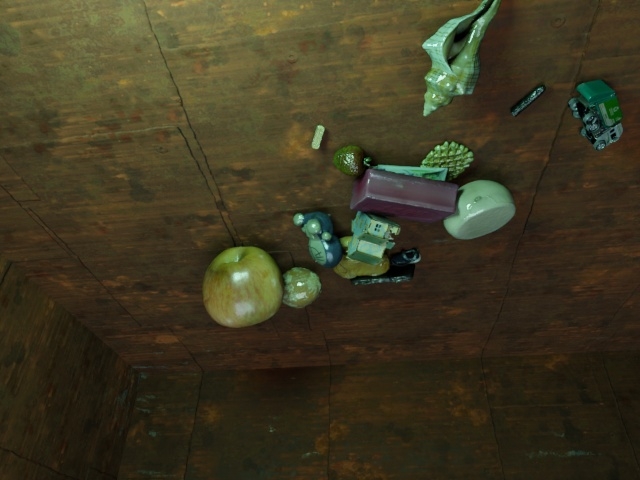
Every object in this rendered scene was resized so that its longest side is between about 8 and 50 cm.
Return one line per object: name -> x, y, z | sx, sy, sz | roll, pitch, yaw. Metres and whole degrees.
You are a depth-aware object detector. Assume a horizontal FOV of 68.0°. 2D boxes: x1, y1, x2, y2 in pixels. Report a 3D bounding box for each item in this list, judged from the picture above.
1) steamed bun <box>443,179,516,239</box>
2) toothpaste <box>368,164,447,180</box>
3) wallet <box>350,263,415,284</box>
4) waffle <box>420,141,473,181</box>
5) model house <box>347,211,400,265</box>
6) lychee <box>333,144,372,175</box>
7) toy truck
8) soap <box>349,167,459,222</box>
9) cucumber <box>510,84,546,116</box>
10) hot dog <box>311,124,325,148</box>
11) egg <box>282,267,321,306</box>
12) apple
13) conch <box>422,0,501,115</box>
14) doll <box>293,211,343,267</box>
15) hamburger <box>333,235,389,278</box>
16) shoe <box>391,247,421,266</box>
steamed bun -> 0.619, -0.135, 1.893 | 0.282, 0.177, 0.283 | -13, 152, -7
toothpaste -> 0.333, -0.262, 1.823 | 0.296, 0.048, 0.075 | 4, 148, 5
wallet -> 0.303, 0.162, 2.317 | 0.309, 0.165, 0.042 | -7, 105, 20
waffle -> 0.480, -0.299, 1.801 | 0.169, 0.036, 0.183 | 18, 139, -20
model house -> 0.214, -0.001, 1.969 | 0.178, 0.271, 0.207 | 18, 101, -16
lychee -> 0.119, -0.294, 1.750 | 0.146, 0.114, 0.114 | 10, 146, 19
toy truck -> 0.923, -0.419, 1.584 | 0.124, 0.114, 0.253 | -34, 132, 22
soap -> 0.319, -0.170, 1.841 | 0.359, 0.128, 0.233 | 9, 171, -10
cucumber -> 0.694, -0.468, 1.580 | 0.032, 0.032, 0.133 | 20, 138, -25
hot dog -> -0.008, -0.374, 1.707 | 0.030, 0.034, 0.090 | 16, 122, -5
egg -> -0.107, 0.237, 2.378 | 0.245, 0.204, 0.203 | -16, 140, 27
apple -> -0.358, 0.213, 2.214 | 0.391, 0.391, 0.347 | -8, 109, 11
conch -> 0.387, -0.550, 1.387 | 0.203, 0.169, 0.386 | 0, 114, -37
doll -> 0.000, 0.000, 2.059 | 0.154, 0.228, 0.259 | -23, 112, -25
hamburger -> 0.180, 0.073, 2.209 | 0.283, 0.145, 0.260 | -7, 153, 2
shoe -> 0.409, 0.079, 2.282 | 0.142, 0.064, 0.071 | -13, 142, 12
